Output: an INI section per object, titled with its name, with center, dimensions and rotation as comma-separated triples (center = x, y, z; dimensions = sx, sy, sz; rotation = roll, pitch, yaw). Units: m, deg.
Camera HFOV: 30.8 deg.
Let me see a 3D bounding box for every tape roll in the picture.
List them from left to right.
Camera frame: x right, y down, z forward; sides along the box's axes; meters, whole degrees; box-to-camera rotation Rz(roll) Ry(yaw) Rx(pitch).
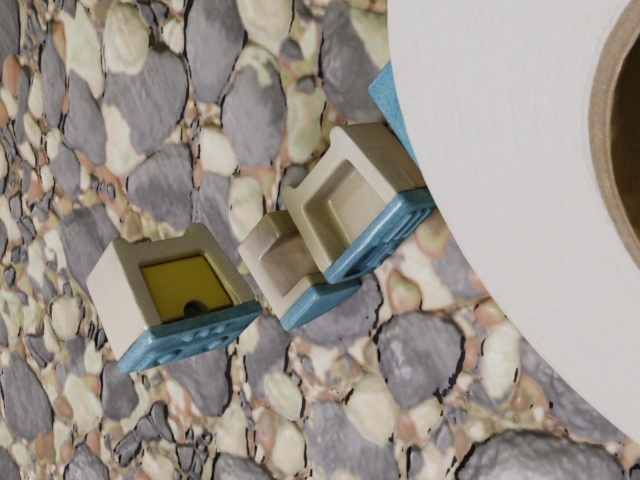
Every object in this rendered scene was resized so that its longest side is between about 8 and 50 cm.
[tape roll]
center = 0.197, -0.030, 0.376
dimensions = 0.392, 0.072, 0.392
rotation = 30, 146, 23

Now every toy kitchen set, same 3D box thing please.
[toy kitchen set]
center = 0.000, 0.000, 0.626
dimensions = 0.207, 0.166, 0.122
rotation = -49, 65, 39
